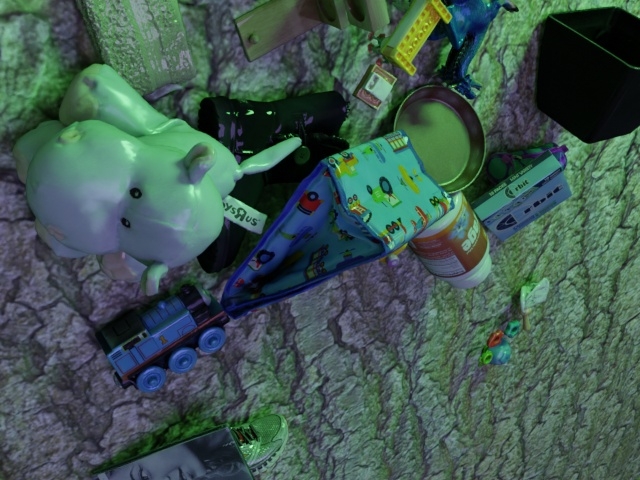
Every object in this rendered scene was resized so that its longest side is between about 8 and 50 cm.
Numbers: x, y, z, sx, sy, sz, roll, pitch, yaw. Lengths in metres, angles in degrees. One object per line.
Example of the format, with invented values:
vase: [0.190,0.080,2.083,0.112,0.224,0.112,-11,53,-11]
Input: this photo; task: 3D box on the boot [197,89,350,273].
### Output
boot: [-0.061,-0.078,0.918,0.207,0.094,0.247,-7,116,-31]

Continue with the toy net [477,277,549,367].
toy net: [0.413,0.173,1.487,0.122,0.045,0.232,15,106,-40]

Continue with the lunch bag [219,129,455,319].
lunch bag: [0.000,0.000,0.931,0.293,0.138,0.221,-37,175,36]

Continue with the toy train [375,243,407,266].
toy train: [0.087,-0.025,1.058,0.046,0.125,0.166,29,91,-41]

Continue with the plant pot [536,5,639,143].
plant pot: [0.479,-0.272,1.157,0.188,0.187,0.167,-15,138,-30]

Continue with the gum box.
gum box: [0.360,-0.073,1.213,0.157,0.041,0.184,-36,155,14]

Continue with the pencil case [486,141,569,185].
pencil case: [0.375,-0.137,1.236,0.151,0.064,0.070,-15,151,-31]

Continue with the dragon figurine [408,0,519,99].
dragon figurine: [0.182,-0.322,0.953,0.144,0.085,0.289,-49,137,-2]

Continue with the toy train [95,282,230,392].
toy train: [-0.215,0.132,0.953,0.184,0.080,0.105,-33,127,-16]

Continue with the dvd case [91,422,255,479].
dvd case: [-0.220,0.389,1.075,0.221,0.018,0.165,-20,114,0]

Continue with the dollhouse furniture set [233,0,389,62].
dollhouse furniture set: [-0.022,-0.277,0.781,0.123,0.151,0.144,-33,131,-15]

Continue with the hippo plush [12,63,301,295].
hippo plush: [-0.184,-0.025,0.701,0.294,0.236,0.234,20,108,-16]

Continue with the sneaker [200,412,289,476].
sneaker: [-0.152,0.350,1.134,0.225,0.088,0.093,-24,129,-24]

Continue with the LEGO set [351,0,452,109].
LEGO set: [0.092,-0.318,0.867,0.132,0.107,0.287,-13,124,-35]

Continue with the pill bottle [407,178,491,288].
pill bottle: [0.213,-0.007,1.158,0.121,0.121,0.216,-47,135,-3]

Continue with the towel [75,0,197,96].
towel: [-0.201,-0.232,0.759,0.110,0.027,0.148,-27,131,-20]

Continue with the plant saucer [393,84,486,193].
plant saucer: [0.179,-0.153,1.053,0.168,0.029,0.168,2,85,-25]
